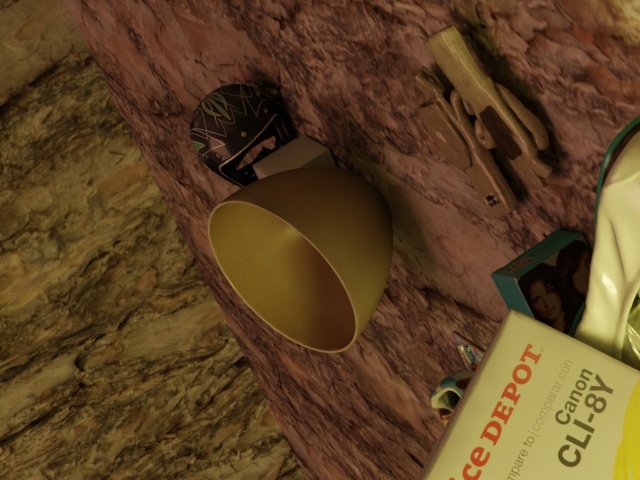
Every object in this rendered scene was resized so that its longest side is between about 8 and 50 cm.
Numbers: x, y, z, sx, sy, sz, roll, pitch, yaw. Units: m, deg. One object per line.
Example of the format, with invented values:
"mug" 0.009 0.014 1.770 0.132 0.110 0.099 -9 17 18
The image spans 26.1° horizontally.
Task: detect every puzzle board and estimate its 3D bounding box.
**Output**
"puzzle board" 0.244 0.205 2.101 0.096 0.011 0.128 33 151 60

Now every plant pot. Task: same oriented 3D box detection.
"plant pot" 0.000 0.000 2.068 0.284 0.191 0.284 32 148 23

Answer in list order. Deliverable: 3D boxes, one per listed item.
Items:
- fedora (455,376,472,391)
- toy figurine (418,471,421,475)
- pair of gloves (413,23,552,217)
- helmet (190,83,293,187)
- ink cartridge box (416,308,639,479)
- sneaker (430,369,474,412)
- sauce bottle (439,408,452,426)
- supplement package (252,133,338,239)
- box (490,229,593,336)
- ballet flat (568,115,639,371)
"fedora" 0.263 0.163 1.730 0.194 0.194 0.079 -171 88 -72
"toy figurine" 0.209 0.450 2.444 0.173 0.159 0.130 51 165 30
"pair of gloves" 0.179 -0.131 1.538 0.204 0.042 0.240 53 168 5
"helmet" -0.136 -0.179 2.285 0.169 0.169 0.161 44 177 45
"ink cartridge box" 0.277 0.282 1.293 0.384 0.279 0.160 27 160 10
"sneaker" 0.260 0.284 2.037 0.237 0.086 0.085 38 153 33
"sauce bottle" 0.242 0.332 2.327 0.128 0.042 0.042 61 166 -21
"supplement package" -0.015 -0.062 2.231 0.105 0.105 0.179 37 155 58
"box" 0.294 0.117 1.547 0.244 0.100 0.060 61 165 -13
"ballet flat" 0.315 0.049 1.294 0.139 0.139 0.400 50 161 32
